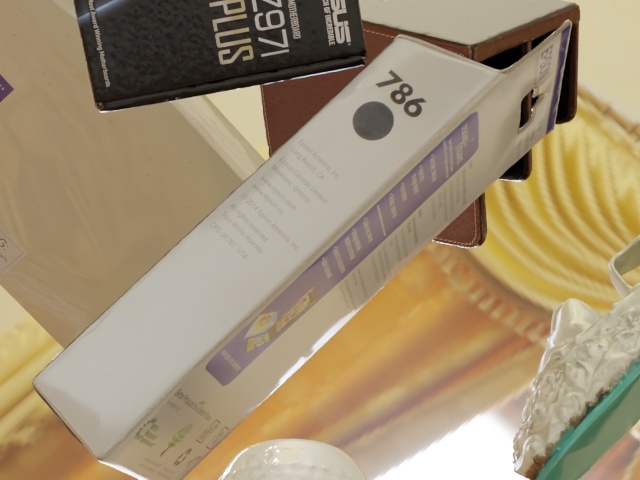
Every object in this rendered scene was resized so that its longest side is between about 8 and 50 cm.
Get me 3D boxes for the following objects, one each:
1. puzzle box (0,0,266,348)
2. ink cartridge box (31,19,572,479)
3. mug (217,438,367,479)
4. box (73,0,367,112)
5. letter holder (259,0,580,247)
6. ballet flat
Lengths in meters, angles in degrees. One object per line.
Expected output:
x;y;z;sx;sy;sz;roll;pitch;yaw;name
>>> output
-0.238;-0.094;1.128;0.272;0.052;0.409;-34;-76;32;puzzle box
0.000;0.000;0.751;0.065;0.332;0.165;46;-7;17;ink cartridge box
-0.074;0.454;1.733;0.276;0.328;0.374;30;-43;-34;mug
-0.064;-0.172;0.702;0.077;0.147;0.180;-119;-160;-71;box
0.091;-0.138;1.322;0.302;0.152;0.214;22;-53;43;letter holder
0.311;0.082;1.297;0.147;0.409;0.147;46;-18;19;ballet flat
